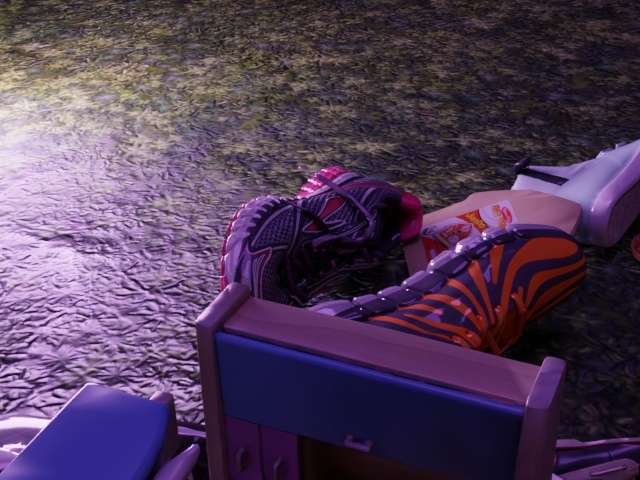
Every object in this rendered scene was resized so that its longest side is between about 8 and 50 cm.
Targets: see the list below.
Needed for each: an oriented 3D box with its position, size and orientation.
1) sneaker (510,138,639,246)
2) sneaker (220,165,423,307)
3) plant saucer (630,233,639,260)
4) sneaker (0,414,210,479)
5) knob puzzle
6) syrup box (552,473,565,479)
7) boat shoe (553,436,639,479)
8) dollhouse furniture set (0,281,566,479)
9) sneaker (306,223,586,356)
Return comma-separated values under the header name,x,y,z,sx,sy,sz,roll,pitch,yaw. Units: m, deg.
name,x,y,z,sx,sy,sz,roll,pitch,yaw
sneaker,0.321,-0.080,1.248,0.151,0.094,0.256,16,31,34
sneaker,0.000,0.000,1.077,0.112,0.120,0.299,12,31,28
plant saucer,0.384,0.013,1.153,0.084,0.013,0.083,-1,27,1
sneaker,-0.192,0.170,0.800,0.272,0.100,0.108,-4,23,-4
knob puzzle,0.188,0.005,1.126,0.213,0.030,0.213,-17,30,10
syrup box,0.169,0.236,0.662,0.096,0.093,0.237,-22,35,-34
boat shoe,0.222,0.178,0.825,0.137,0.049,0.043,-2,70,-5
dollhouse furniture set,-0.022,0.212,0.522,0.198,0.286,0.303,12,34,22
sneaker,0.131,0.103,0.908,0.321,0.124,0.180,-24,38,-17
